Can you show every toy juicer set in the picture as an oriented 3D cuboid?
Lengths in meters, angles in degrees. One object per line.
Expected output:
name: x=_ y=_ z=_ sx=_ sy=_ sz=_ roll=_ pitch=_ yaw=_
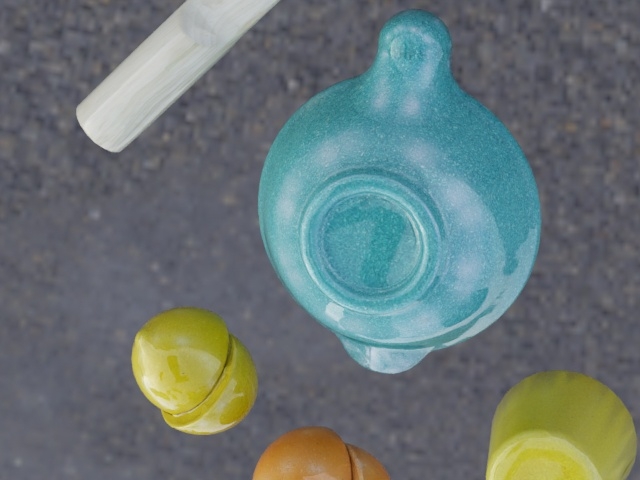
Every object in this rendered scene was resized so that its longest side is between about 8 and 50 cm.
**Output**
toy juicer set: x=0.000 y=0.000 z=0.894 sx=0.209 sy=0.089 sz=0.329 roll=-19 pitch=100 yaw=21
